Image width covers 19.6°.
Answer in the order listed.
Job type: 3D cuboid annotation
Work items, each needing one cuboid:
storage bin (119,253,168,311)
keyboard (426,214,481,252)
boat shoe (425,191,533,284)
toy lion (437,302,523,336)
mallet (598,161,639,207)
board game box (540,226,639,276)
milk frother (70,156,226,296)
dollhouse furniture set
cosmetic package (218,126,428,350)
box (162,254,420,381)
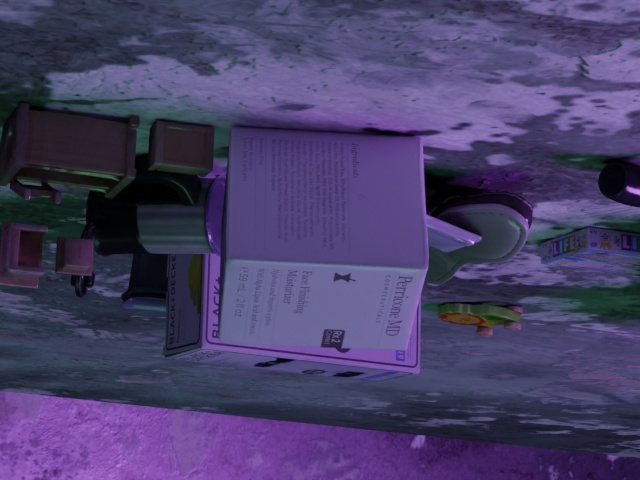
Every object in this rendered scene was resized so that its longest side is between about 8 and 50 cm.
[{"bbox_3d":[-0.159,0.033,2.146,0.135,0.091,0.098,5,168,-18],"label":"storage bin"},{"bbox_3d":[0.037,-0.038,1.848,0.256,0.014,0.072,22,166,-22],"label":"keyboard"},{"bbox_3d":[0.158,-0.017,1.934,0.081,0.068,0.228,42,154,-11],"label":"boat shoe"},{"bbox_3d":[0.217,0.104,2.575,0.096,0.034,0.100,18,161,-31],"label":"toy lion"},{"bbox_3d":[0.359,-0.066,1.755,0.190,0.039,0.062,-12,162,35],"label":"mallet"},{"bbox_3d":[0.347,0.015,2.139,0.154,0.026,0.103,7,166,-24],"label":"board game box"},{"bbox_3d":[-0.171,-0.004,1.851,0.135,0.143,0.129,0,161,20],"label":"milk frother"},{"bbox_3d":[-0.202,-0.027,1.706,0.182,0.161,0.101,7,167,-19],"label":"dollhouse furniture set"},{"bbox_3d":[0.000,0.000,1.732,0.184,0.151,0.151,3,146,-4],"label":"cosmetic package"},{"bbox_3d":[-0.028,0.062,2.079,0.290,0.169,0.087,10,165,-31],"label":"box"}]
